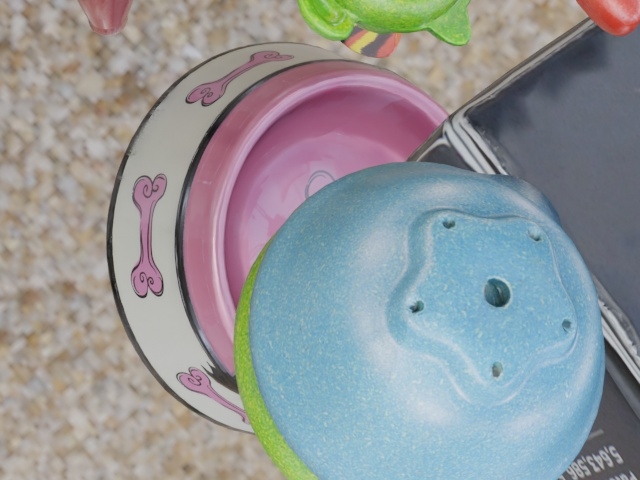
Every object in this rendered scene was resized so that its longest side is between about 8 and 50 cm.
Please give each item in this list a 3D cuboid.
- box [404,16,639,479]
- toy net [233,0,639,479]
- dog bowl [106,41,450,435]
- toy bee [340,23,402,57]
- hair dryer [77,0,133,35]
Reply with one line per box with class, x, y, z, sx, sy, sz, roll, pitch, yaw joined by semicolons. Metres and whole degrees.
box;0.317;0.061;0.793;0.480;0.472;0.297;-35;175;-22
toy net;0.097;-0.013;0.357;0.232;0.122;0.045;-1;162;-18
dog bowl;0.000;0.000;1.856;0.408;0.150;0.408;-2;93;-34
toy bee;0.034;-0.326;1.685;0.195;0.162;0.298;-43;151;-80
hair dryer;-0.207;-0.331;1.700;0.080;0.223;0.294;-7;107;-5
